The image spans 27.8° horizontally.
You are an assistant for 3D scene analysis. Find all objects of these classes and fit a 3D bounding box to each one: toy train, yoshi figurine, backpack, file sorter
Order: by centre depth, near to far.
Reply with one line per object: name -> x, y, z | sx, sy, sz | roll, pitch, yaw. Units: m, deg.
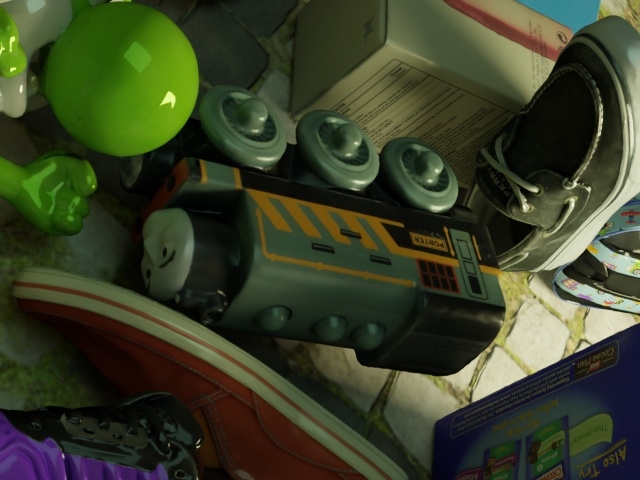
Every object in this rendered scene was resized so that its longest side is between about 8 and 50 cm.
yoshi figurine -> -0.215, -0.076, 0.863 | 0.362, 0.203, 0.203 | -48, 114, -33
toy train -> 0.000, 0.000, 1.032 | 0.334, 0.142, 0.190 | 13, 47, -33
backpack -> 0.315, 0.004, 1.294 | 0.173, 0.158, 0.117 | 8, 55, -22
file sorter -> 0.213, -0.237, 1.359 | 0.118, 0.104, 0.170 | 34, 51, -20

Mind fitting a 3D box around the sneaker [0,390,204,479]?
sneaker -> -0.159, 0.147, 0.850 | 0.293, 0.102, 0.146 | 42, 77, -23

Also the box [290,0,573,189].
box -> 0.108, -0.157, 1.208 | 0.232, 0.148, 0.127 | 20, 56, -30

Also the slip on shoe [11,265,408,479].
slip on shoe -> -0.088, 0.126, 0.945 | 0.331, 0.123, 0.101 | 37, 77, -13

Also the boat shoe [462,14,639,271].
boat shoe -> 0.194, -0.054, 1.109 | 0.119, 0.335, 0.121 | -20, 62, -17

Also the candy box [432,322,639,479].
candy box -> 0.196, 0.261, 0.987 | 0.122, 0.268, 0.317 | 24, 56, -23

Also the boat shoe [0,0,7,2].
boat shoe -> -0.325, -0.192, 0.779 | 0.127, 0.340, 0.113 | -57, 143, -57
